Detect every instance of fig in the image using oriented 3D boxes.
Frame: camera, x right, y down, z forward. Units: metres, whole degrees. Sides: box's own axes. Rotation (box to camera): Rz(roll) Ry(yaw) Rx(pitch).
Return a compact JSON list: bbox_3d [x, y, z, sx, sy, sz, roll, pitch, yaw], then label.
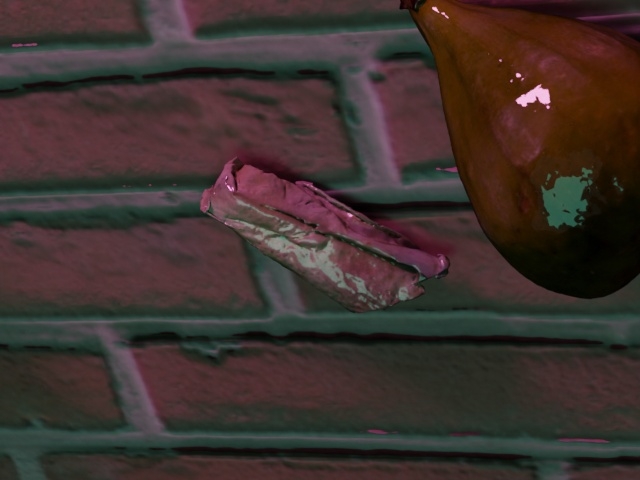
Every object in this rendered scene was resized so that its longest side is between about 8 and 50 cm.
[{"bbox_3d":[0.107,-0.052,0.923,0.185,0.126,0.133,24,144,-5],"label":"fig"}]

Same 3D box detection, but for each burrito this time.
[{"bbox_3d":[0.000,0.000,1.052,0.149,0.041,0.055,27,117,-4],"label":"burrito"}]
